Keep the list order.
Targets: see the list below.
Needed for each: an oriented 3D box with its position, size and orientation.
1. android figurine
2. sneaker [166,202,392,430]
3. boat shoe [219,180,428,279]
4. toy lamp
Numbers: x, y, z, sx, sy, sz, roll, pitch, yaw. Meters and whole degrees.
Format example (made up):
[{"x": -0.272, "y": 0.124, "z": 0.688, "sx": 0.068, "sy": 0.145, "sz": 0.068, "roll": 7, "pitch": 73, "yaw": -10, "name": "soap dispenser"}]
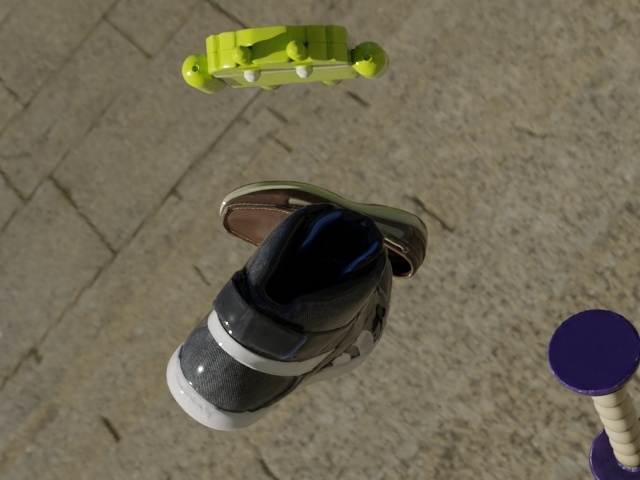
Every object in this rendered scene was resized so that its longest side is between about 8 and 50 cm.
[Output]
[{"x": -0.042, "y": -0.217, "z": 1.515, "sx": 0.248, "sy": 0.273, "sz": 0.056, "roll": -3, "pitch": 92, "yaw": 6, "name": "android figurine"}, {"x": 0.011, "y": 0.023, "z": 0.716, "sx": 0.079, "sy": 0.217, "sz": 0.121, "roll": 43, "pitch": 123, "yaw": 7, "name": "sneaker"}, {"x": 0.001, "y": -0.006, "z": 1.507, "sx": 0.257, "sy": 0.095, "sz": 0.095, "roll": 7, "pitch": 37, "yaw": 4, "name": "boat shoe"}, {"x": 0.248, "y": 0.152, "z": 1.038, "sx": 0.080, "sy": 0.274, "sz": 0.080, "roll": -12, "pitch": 53, "yaw": 17, "name": "toy lamp"}]
